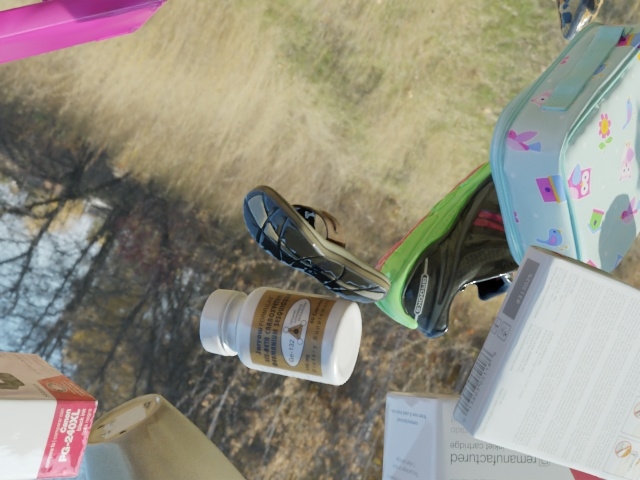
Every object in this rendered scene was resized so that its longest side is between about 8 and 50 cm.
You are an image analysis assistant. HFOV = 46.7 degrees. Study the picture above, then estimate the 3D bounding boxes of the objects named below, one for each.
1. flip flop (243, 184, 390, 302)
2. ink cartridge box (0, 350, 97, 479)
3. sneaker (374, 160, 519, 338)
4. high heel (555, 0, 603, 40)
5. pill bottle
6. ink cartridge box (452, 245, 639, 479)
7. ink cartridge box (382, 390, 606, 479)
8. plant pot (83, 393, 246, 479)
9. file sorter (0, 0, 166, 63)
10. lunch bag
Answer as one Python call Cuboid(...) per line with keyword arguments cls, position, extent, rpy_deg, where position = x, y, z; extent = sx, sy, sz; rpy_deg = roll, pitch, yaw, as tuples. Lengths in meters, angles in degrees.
Cuboid(cls="flip flop", position=(0.000, 0.000, 1.117), extent=(0.277, 0.080, 0.112), rpy_deg=(33, 149, -23))
Cuboid(cls="ink cartridge box", position=(-0.256, 0.120, 0.524), extent=(0.109, 0.063, 0.150), rpy_deg=(19, -178, 43))
Cuboid(cls="sneaker", position=(0.295, -0.003, 1.382), extent=(0.202, 0.483, 0.185), rpy_deg=(47, 161, 2))
Cuboid(cls="high heel", position=(0.403, -0.396, 1.203), extent=(0.093, 0.186, 0.261), rpy_deg=(18, -175, 5))
Cuboid(cls="pill bottle", position=(-0.063, 0.141, 1.152), extent=(0.229, 0.131, 0.131), rpy_deg=(7, 171, 19))
Cuboid(cls="ink cartridge box", position=(0.208, 0.099, 0.559), extent=(0.179, 0.145, 0.045), rpy_deg=(21, -173, -18))
Cuboid(cls="ink cartridge box", position=(0.227, 0.388, 0.909), extent=(0.279, 0.384, 0.160), rpy_deg=(6, 170, -17))
Cuboid(cls="plant pot", position=(-0.232, 0.378, 1.106), extent=(0.274, 0.257, 0.256), rpy_deg=(67, 163, -13))
Cuboid(cls="file sorter", position=(-0.303, -0.236, 0.597), extent=(0.291, 0.182, 0.202), rpy_deg=(-19, -165, -17))
Cuboid(cls="lunch bag", position=(0.303, -0.108, 0.830), extent=(0.108, 0.279, 0.224), rpy_deg=(12, 138, 44))
